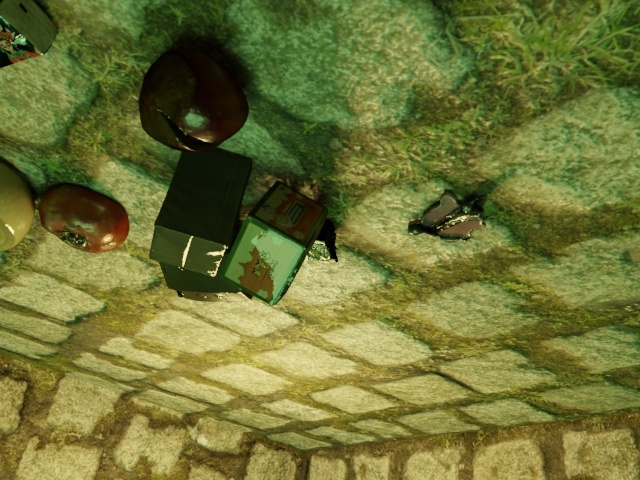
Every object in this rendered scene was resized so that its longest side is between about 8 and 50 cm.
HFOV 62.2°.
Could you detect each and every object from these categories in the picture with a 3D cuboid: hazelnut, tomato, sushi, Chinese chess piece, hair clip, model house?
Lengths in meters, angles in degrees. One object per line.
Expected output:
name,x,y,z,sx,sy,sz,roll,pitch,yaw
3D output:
hazelnut,-0.227,-0.244,0.935,0.178,0.178,0.204,34,145,-33
tomato,-0.623,-0.040,1.393,0.237,0.095,0.237,7,148,4
sushi,-0.002,0.000,1.308,0.098,0.084,0.094,4,141,4
Chinese chess piece,-0.893,-0.106,1.318,0.338,0.140,0.338,7,147,5
hair clip,0.306,-0.045,1.203,0.146,0.056,0.187,20,154,-18
model house,-0.279,0.023,1.289,0.211,0.204,0.243,1,157,18

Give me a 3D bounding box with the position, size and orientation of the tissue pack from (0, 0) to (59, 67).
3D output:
tissue pack,-0.552,-0.351,0.900,0.170,0.090,0.103,-6,147,23

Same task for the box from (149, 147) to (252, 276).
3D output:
box,-0.251,-0.068,1.131,0.155,0.231,0.149,16,147,-12

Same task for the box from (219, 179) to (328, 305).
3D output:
box,-0.096,0.004,1.164,0.148,0.195,0.177,30,121,-1
